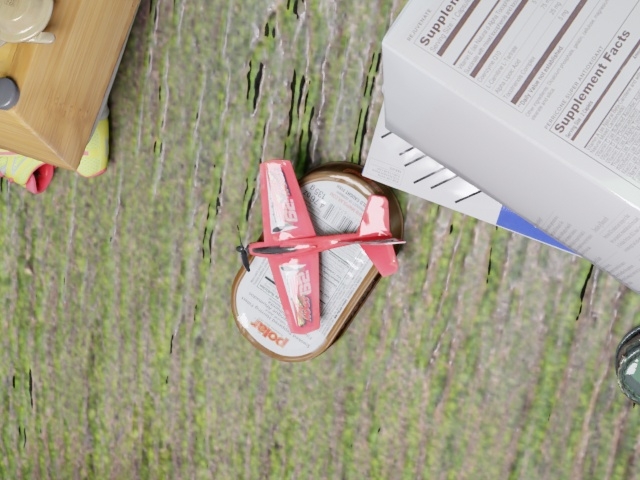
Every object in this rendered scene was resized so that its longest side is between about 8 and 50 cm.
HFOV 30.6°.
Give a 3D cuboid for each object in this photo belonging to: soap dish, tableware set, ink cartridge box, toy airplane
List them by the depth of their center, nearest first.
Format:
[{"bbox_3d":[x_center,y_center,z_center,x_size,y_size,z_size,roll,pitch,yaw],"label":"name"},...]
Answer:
[{"bbox_3d":[-0.260,-0.207,0.867,0.141,0.020,0.169,-3,80,10],"label":"tableware set"},{"bbox_3d":[0.144,-0.064,0.903,0.207,0.046,0.097,22,114,13],"label":"ink cartridge box"},{"bbox_3d":[-0.295,-0.207,0.947,0.290,0.118,0.229,18,86,14],"label":"soap dish"},{"bbox_3d":[0.000,0.000,0.949,0.151,0.028,0.151,6,109,18],"label":"toy airplane"}]

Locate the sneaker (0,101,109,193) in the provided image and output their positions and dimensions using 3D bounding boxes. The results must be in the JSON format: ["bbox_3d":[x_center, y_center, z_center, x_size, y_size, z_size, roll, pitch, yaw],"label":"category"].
[{"bbox_3d":[-0.279,-0.084,1.041,0.208,0.081,0.094,-2,110,22],"label":"sneaker"}]

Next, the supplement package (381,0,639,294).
[{"bbox_3d":[0.200,-0.103,0.748,0.262,0.199,0.198,34,85,8],"label":"supplement package"}]

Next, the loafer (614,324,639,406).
[{"bbox_3d":[0.348,0.101,0.854,0.267,0.084,0.096,0,106,21],"label":"loafer"}]

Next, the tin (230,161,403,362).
[{"bbox_3d":[-0.007,0.021,0.994,0.106,0.040,0.190,37,116,11],"label":"tin"}]
